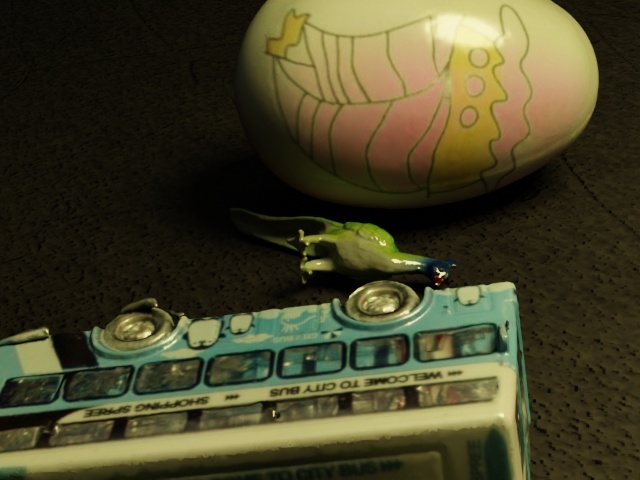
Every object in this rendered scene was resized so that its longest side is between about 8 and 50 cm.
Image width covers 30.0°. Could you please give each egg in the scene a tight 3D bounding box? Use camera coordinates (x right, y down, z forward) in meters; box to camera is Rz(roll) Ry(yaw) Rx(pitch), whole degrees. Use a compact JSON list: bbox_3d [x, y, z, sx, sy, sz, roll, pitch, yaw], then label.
[{"bbox_3d":[0.070,-0.116,0.905,0.271,0.196,0.196,10,33,14],"label":"egg"}]

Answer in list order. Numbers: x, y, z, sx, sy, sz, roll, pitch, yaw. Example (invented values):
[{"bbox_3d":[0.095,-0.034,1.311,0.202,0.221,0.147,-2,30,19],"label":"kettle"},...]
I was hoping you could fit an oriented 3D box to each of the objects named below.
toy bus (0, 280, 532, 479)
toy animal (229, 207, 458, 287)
[{"bbox_3d":[-0.037,0.102,0.631,0.297,0.106,0.131,-7,31,8],"label":"toy bus"},{"bbox_3d":[-0.010,0.003,0.860,0.217,0.041,0.075,12,17,37],"label":"toy animal"}]
